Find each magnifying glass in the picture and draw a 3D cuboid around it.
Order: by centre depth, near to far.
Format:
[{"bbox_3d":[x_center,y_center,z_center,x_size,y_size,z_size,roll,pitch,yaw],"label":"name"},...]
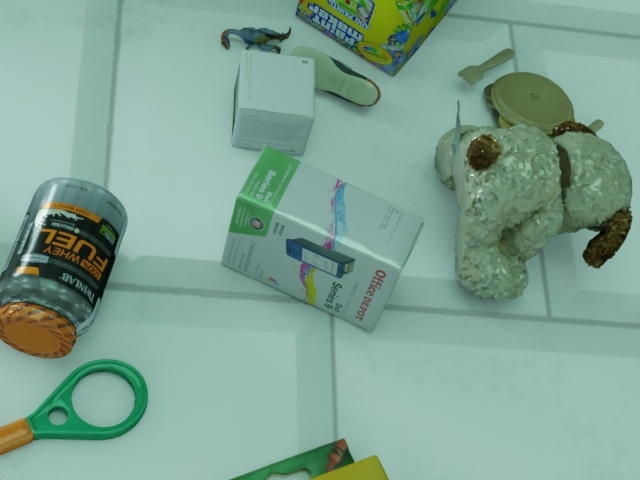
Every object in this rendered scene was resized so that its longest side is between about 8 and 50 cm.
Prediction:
[{"bbox_3d":[-0.301,0.201,1.420,0.231,0.026,0.092,-20,65,-26],"label":"magnifying glass"}]

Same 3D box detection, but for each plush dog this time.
[{"bbox_3d":[0.282,-0.075,1.611,0.225,0.211,0.262,-2,58,-9],"label":"plush dog"}]

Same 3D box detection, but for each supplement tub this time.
[{"bbox_3d":[-0.300,0.032,1.467,0.117,0.117,0.190,15,57,-4],"label":"supplement tub"}]

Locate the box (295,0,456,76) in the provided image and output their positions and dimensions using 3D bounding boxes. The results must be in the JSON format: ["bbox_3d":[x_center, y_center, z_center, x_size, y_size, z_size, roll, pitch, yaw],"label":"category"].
[{"bbox_3d":[0.136,-0.437,1.767,0.177,0.279,0.290,33,56,8],"label":"box"}]

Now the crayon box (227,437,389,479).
[{"bbox_3d":[0.011,0.366,1.354,0.202,0.081,0.319,-17,64,-22],"label":"crayon box"}]

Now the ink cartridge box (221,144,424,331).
[{"bbox_3d":[0.000,0.000,1.535,0.212,0.154,0.093,24,56,2],"label":"ink cartridge box"}]

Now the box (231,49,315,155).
[{"bbox_3d":[-0.062,-0.180,1.673,0.102,0.087,0.101,7,57,-9],"label":"box"}]

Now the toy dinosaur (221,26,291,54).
[{"bbox_3d":[-0.093,-0.277,1.769,0.082,0.047,0.090,18,23,8],"label":"toy dinosaur"}]

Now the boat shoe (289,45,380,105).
[{"bbox_3d":[0.021,-0.224,1.749,0.137,0.049,0.043,28,14,7],"label":"boat shoe"}]

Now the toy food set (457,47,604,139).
[{"bbox_3d":[0.293,-0.186,1.798,0.132,0.038,0.192,-31,64,-35],"label":"toy food set"}]
